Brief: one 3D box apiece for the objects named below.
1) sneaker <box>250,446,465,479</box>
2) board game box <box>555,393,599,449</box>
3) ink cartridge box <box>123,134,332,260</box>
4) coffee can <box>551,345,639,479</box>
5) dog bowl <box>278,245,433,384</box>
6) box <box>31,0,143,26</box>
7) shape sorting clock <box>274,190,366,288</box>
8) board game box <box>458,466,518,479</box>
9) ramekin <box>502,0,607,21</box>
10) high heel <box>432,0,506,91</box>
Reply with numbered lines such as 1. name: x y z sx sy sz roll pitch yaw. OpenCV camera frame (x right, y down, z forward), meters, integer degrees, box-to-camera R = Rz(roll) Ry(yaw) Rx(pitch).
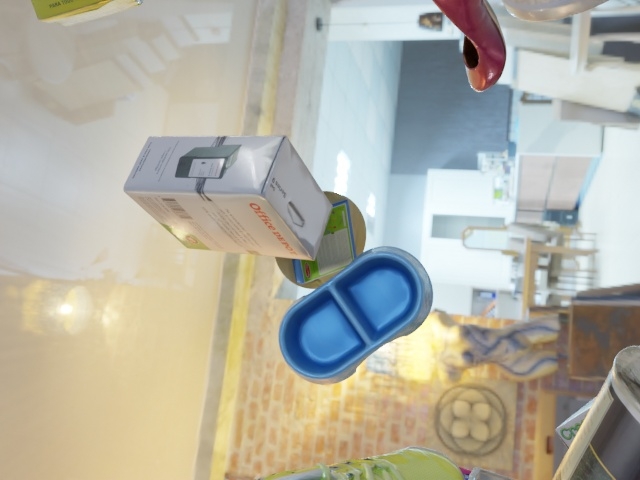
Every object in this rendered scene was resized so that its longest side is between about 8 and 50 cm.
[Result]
1. sneaker: 0.013 0.255 0.561 0.384 0.145 0.147 -7 -41 -44
2. board game box: 0.492 0.189 0.948 0.192 0.053 0.305 -18 -26 -40
3. ink cartridge box: -0.152 -0.073 1.160 0.211 0.289 0.122 53 -131 -51
4. coffee can: 0.290 0.260 0.575 0.201 0.201 0.276 -45 -26 -67
5. dog bowl: 0.054 0.129 1.148 0.166 0.297 0.074 55 -175 10
6. box: -0.173 -0.250 0.391 0.087 0.058 0.233 -115 8 -72
7. shape sorting clock: 0.000 0.000 1.364 0.040 0.206 0.206 30 124 57
8. board game box: 0.251 0.561 1.023 0.390 0.050 0.390 34 -113 -48
9. ramekin: 0.299 -0.375 0.806 0.109 0.207 0.207 49 -138 -36
10. high heel: 0.266 -0.414 1.308 0.377 0.181 0.127 76 178 -57
